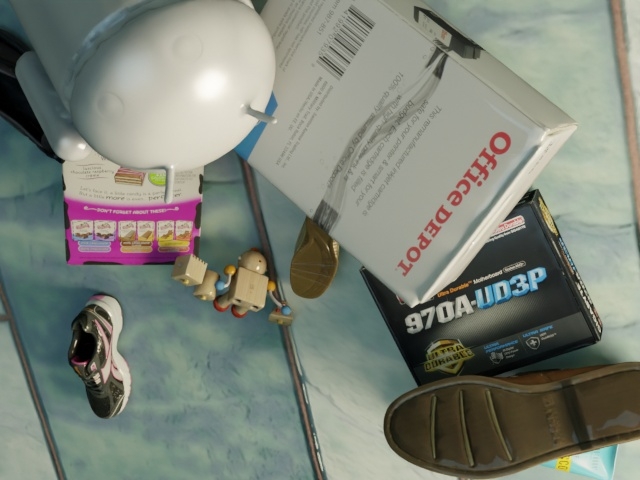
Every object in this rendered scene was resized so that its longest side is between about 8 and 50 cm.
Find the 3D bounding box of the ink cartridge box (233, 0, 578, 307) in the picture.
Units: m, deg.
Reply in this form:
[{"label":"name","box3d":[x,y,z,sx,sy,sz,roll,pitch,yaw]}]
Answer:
[{"label":"ink cartridge box","box3d":[0.065,-0.120,0.928,0.307,0.129,0.223,42,117,15]}]

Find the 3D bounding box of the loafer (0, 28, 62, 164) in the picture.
[{"label":"loafer","box3d":[-0.336,-0.150,1.116,0.302,0.095,0.109,35,117,4]}]

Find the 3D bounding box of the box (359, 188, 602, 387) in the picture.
[{"label":"box","box3d":[0.180,0.064,1.025,0.220,0.051,0.175,-23,100,27]}]

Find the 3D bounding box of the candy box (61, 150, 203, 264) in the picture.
[{"label":"candy box","box3d":[-0.215,-0.083,1.050,0.159,0.071,0.233,1,126,-12]}]

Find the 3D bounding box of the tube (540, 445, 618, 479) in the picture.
[{"label":"tube","box3d":[0.242,0.231,1.069,0.207,0.052,0.080,8,118,12]}]

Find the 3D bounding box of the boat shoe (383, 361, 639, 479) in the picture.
[{"label":"boat shoe","box3d":[0.227,0.199,1.000,0.307,0.104,0.111,-7,79,13]}]

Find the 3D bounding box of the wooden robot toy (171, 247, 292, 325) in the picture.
[{"label":"wooden robot toy","box3d":[-0.100,0.045,1.117,0.173,0.079,0.076,24,152,-25]}]

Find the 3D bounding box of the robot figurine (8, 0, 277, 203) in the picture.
[{"label":"robot figurine","box3d":[-0.172,-0.210,0.866,0.300,0.199,0.353,-40,68,23]}]

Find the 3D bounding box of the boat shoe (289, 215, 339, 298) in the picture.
[{"label":"boat shoe","box3d":[-0.002,-0.001,1.080,0.056,0.048,0.153,10,120,4]}]

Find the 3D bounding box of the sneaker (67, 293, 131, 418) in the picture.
[{"label":"sneaker","box3d":[-0.312,0.166,1.235,0.072,0.077,0.178,3,111,21]}]
